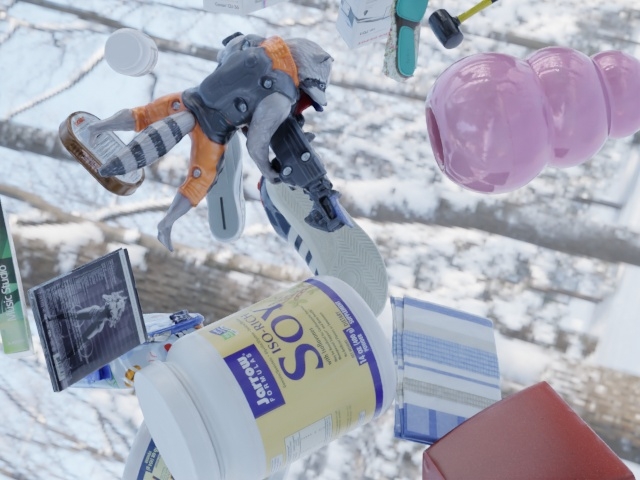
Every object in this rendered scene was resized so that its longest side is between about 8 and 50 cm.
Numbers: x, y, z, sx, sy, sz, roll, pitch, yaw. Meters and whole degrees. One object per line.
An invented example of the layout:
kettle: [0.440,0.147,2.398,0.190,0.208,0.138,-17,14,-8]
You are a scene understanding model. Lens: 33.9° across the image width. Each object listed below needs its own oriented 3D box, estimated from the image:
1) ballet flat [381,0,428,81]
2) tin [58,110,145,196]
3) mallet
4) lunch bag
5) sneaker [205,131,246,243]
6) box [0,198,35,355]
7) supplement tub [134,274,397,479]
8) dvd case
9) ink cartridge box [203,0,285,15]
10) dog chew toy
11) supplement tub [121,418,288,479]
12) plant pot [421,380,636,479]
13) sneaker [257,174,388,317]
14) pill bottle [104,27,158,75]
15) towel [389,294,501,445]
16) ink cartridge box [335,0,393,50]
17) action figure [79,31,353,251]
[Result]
ballet flat: [0.168,-0.447,2.190,0.077,0.091,0.241,2,78,58]
tin: [-0.412,-0.167,1.993,0.040,0.189,0.106,-40,10,29]
mallet: [0.260,-0.361,1.626,0.039,0.190,0.062,41,-153,-59]
lunch bag: [-0.369,0.211,1.995,0.243,0.303,0.115,-15,-86,-47]
sneaker: [-0.202,-0.119,2.166,0.091,0.094,0.258,77,-168,-83]
box: [-0.658,0.085,2.198,0.232,0.059,0.322,144,113,-74]
supplement tub: [-0.081,0.215,1.555,0.331,0.241,0.241,-24,-39,-24]
dvd case: [-0.362,0.120,1.661,0.221,0.018,0.164,-31,-67,-56]
ink cartridge box: [-0.164,-0.512,2.162,0.198,0.115,0.067,-29,-55,-43]
dog chew toy: [0.325,-0.187,1.519,0.206,0.332,0.206,167,90,-88]
supplement tub: [-0.242,0.501,2.284,0.235,0.325,0.235,19,-90,-85]
plant pot: [0.295,0.414,1.606,0.267,0.236,0.267,-127,30,-58]
sneaker: [0.000,0.000,1.978,0.131,0.350,0.148,-34,12,-21]
pill bottle: [-0.439,-0.433,2.419,0.180,0.108,0.108,-86,11,-84]
towel: [0.214,0.231,1.800,0.034,0.209,0.285,125,154,-47]
ink cartridge box: [0.120,-0.522,2.300,0.140,0.082,0.190,-23,-24,-19]
action figure: [-0.106,-0.134,1.362,0.330,0.341,0.178,-38,-23,-1]
